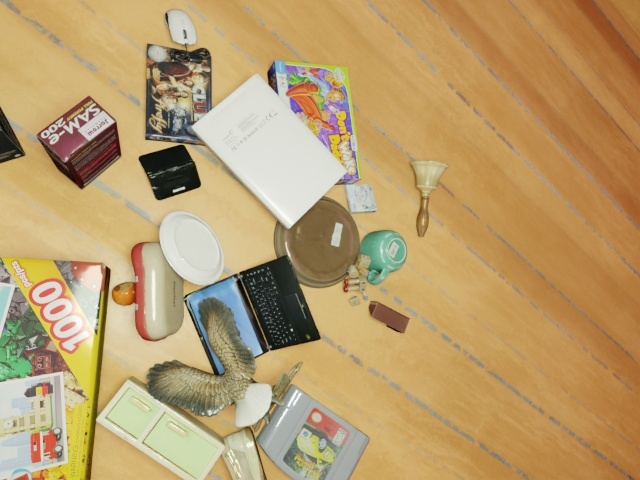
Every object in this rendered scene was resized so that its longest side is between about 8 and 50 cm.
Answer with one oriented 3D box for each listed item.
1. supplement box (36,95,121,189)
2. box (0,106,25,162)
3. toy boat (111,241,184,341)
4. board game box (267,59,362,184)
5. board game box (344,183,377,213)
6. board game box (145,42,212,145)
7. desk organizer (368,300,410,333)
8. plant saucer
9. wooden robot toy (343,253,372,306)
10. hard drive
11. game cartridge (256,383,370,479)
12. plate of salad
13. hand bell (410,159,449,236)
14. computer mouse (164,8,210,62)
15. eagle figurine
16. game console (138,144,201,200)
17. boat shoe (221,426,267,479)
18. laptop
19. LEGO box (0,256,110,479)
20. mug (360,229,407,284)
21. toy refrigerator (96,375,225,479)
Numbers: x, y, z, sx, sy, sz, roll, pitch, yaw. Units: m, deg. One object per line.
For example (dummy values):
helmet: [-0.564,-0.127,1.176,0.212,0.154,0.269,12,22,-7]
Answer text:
supplement box: [-0.510,-0.201,0.898,0.073,0.239,0.130,45,68,-13]
box: [-0.735,-0.300,0.841,0.103,0.184,0.261,-28,95,-25]
toy boat: [-0.414,0.119,0.974,0.151,0.151,0.231,-3,84,5]
board game box: [-0.017,-0.338,1.224,0.233,0.078,0.347,-6,86,-25]
board game box: [0.124,-0.130,1.284,0.090,0.020,0.090,-4,74,-27]
board game box: [-0.371,-0.378,1.090,0.165,0.042,0.243,0,83,-24]
desk organizer: [0.205,0.235,1.271,0.130,0.047,0.050,29,75,-18]
plant saucer: [0.000,0.000,1.212,0.277,0.041,0.278,4,81,-24]
wooden robot toy: [0.104,0.107,1.227,0.076,0.079,0.173,0,121,-7]
hard drive: [-0.128,-0.235,1.101,0.353,0.047,0.233,46,75,-6]
game cartridge: [-0.018,0.554,1.129,0.294,0.060,0.196,39,74,-15]
plate of salad: [-0.318,0.020,1.024,0.200,0.048,0.200,43,32,-35]
hand bell: [0.342,-0.132,1.363,0.126,0.126,0.242,5,95,-23]
computer mouse: [-0.361,-0.545,1.084,0.106,0.042,0.193,-13,70,-28]
eagle figurine: [-0.228,0.307,0.964,0.298,0.225,0.226,38,30,-3]
game console: [-0.388,-0.177,1.075,0.122,0.071,0.107,-24,123,-24]
boat shoe: [-0.174,0.627,1.023,0.098,0.109,0.302,-16,83,-15]
laptop: [-0.174,0.195,1.055,0.136,0.264,0.234,-28,97,-61]
LEGO box: [-0.639,0.284,0.806,0.372,0.193,0.500,5,82,-24]
mug: [0.201,0.046,1.254,0.129,0.097,0.158,-12,92,-33]
toy refrigerator: [-0.358,0.433,0.947,0.269,0.094,0.102,38,70,-6]
